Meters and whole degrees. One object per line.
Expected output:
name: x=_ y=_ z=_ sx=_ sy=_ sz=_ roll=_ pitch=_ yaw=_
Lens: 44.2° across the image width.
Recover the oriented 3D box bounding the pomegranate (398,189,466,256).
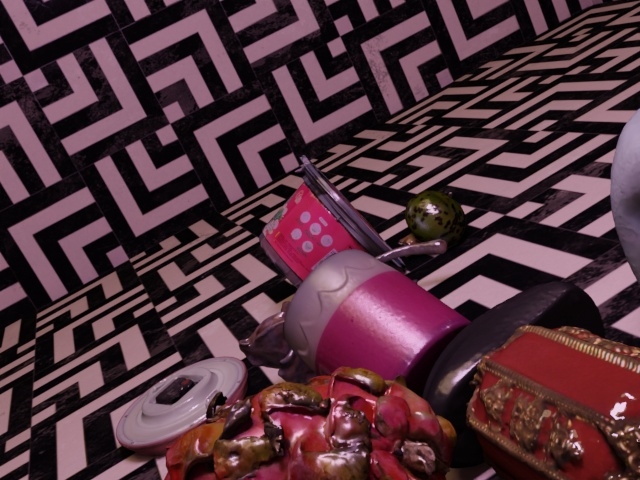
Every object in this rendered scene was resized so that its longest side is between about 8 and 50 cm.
pomegranate: x=0.206 y=-0.026 z=1.509 sx=0.161 sy=0.122 sz=0.122 roll=-49 pitch=10 yaw=19

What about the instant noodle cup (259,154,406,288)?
instant noodle cup: x=0.000 y=0.000 z=1.523 sx=0.181 sy=0.258 sz=0.302 roll=-43 pitch=59 yaw=4

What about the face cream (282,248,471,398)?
face cream: x=0.075 y=0.127 z=1.004 sx=0.175 sy=0.175 sz=0.195 roll=-35 pitch=50 yaw=-27

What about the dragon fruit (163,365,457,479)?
dragon fruit: x=-0.001 y=0.246 z=0.779 sx=0.291 sy=0.250 sz=0.269 roll=-29 pitch=-2 yaw=1

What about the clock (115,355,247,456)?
clock: x=-0.234 y=0.273 z=1.340 sx=0.244 sy=0.056 sz=0.244 roll=-24 pitch=17 yaw=8

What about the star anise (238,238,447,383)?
star anise: x=0.052 y=0.135 z=1.234 sx=0.359 sy=0.139 sz=0.316 roll=-16 pitch=34 yaw=6

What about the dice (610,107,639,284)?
dice: x=0.507 y=-0.052 z=0.870 sx=0.262 sy=0.264 sz=0.268 roll=-36 pitch=21 yaw=-29

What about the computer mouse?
computer mouse: x=0.211 y=0.151 z=0.916 sx=0.270 sy=0.137 sz=0.086 roll=-33 pitch=24 yaw=-18

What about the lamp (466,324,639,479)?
lamp: x=0.256 y=0.178 z=0.738 sx=0.177 sy=0.177 sz=0.274 roll=-31 pitch=16 yaw=-15
